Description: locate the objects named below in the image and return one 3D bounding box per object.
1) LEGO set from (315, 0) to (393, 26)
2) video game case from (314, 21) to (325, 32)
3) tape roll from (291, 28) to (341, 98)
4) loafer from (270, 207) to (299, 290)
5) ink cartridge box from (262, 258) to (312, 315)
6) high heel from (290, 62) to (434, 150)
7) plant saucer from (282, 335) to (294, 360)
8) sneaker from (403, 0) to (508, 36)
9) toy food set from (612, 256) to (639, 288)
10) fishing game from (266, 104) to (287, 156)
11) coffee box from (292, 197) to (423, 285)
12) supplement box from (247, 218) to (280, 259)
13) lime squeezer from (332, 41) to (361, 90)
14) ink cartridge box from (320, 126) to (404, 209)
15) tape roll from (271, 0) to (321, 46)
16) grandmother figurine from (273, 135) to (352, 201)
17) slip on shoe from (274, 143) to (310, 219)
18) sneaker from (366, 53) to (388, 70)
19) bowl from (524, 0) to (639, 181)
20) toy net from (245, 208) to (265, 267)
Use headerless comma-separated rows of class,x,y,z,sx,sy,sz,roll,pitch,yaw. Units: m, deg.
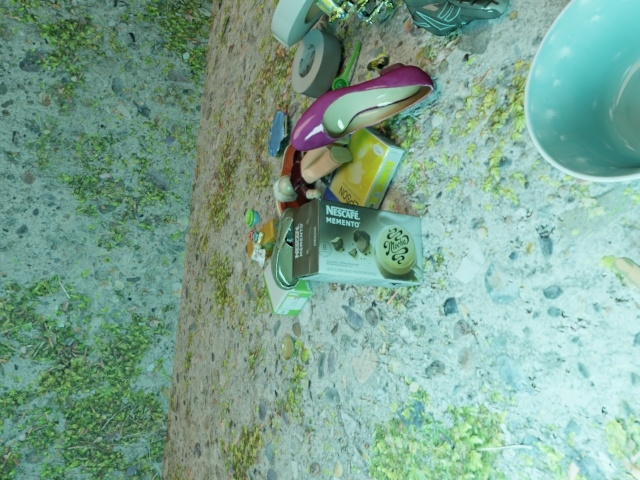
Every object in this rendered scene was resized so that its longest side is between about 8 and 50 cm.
LEGO set,0.153,-0.709,1.264,0.331,0.192,0.255,-46,22,26
video game case,-0.022,-0.704,1.744,0.157,0.019,0.143,-52,42,40
tape roll,-0.019,-0.612,1.630,0.219,0.072,0.219,-20,66,56
loafer,-0.092,0.030,1.398,0.087,0.094,0.251,-156,68,-69
ink cartridge box,-0.090,0.103,1.586,0.255,0.097,0.189,-57,38,33
high heel,0.096,-0.327,1.193,0.377,0.127,0.181,-35,35,6
plant saucer,-0.109,0.373,1.627,0.083,0.015,0.083,-22,63,55
sneaker,0.311,-0.533,1.082,0.101,0.106,0.267,-41,46,-16
toy food set,0.521,0.006,0.639,0.192,0.038,0.132,-56,46,28
fishing game,-0.171,-0.429,1.910,0.264,0.041,0.189,153,121,-64
coffee box,0.090,0.015,1.101,0.119,0.297,0.168,-19,66,56
supplement box,-0.205,0.001,1.821,0.233,0.078,0.080,-41,49,49
lime squeezer,0.056,-0.492,1.543,0.310,0.059,0.110,-54,8,40
ink cartridge box,0.090,-0.186,1.381,0.307,0.072,0.303,-66,34,22
tape roll,-0.013,-0.798,1.489,0.392,0.072,0.392,-51,7,8
grandmother figurine,-0.041,-0.219,1.452,0.342,0.104,0.208,-34,45,48
slip on shoe,-0.083,-0.193,1.632,0.101,0.123,0.331,-17,64,53
sneaker,0.163,-0.512,1.369,0.083,0.031,0.035,-17,69,57
bowl,0.469,-0.221,0.650,0.311,0.163,0.312,-21,65,57
toy net,-0.257,-0.001,1.789,0.122,0.045,0.232,-41,51,48
